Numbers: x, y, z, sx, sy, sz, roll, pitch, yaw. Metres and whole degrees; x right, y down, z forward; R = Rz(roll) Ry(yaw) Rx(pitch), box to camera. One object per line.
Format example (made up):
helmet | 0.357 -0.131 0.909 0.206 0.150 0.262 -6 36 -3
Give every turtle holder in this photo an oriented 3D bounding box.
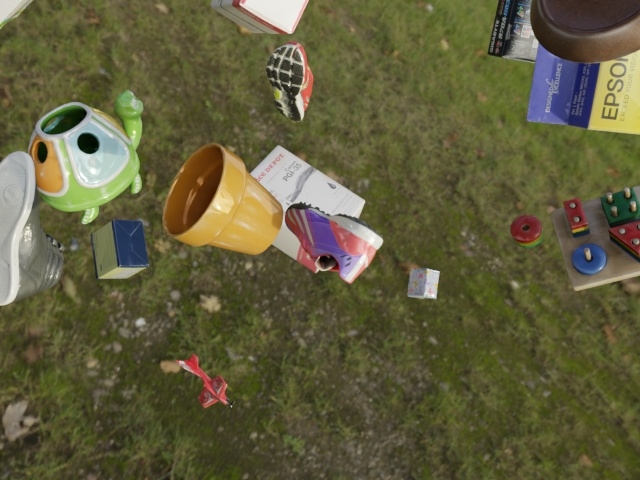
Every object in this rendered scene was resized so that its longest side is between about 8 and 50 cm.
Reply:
turtle holder | -0.559 -0.221 1.777 0.320 0.227 0.243 -24 47 -13

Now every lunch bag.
lunch bag | 0.246 0.104 1.756 0.053 0.083 0.071 14 79 -33

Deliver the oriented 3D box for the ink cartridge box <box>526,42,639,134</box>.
ink cartridge box | 0.515 -0.325 1.167 0.307 0.304 0.072 4 14 -5

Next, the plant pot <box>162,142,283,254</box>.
plant pot | -0.185 -0.064 1.466 0.188 0.205 0.205 29 32 -35

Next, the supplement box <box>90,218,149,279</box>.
supplement box | -0.343 0.017 1.231 0.056 0.083 0.083 3 69 -45

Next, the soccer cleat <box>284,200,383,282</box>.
soccer cleat | 0.000 0.000 1.480 0.108 0.116 0.318 35 -9 -32

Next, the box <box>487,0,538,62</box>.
box | 0.444 -0.433 1.405 0.220 0.175 0.051 1 19 -24

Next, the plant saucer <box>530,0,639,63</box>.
plant saucer | 0.304 -0.270 0.770 0.029 0.168 0.168 34 23 -52

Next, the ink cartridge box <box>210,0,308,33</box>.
ink cartridge box | -0.084 -0.440 1.188 0.100 0.172 0.237 24 7 -25

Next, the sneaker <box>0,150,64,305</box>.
sneaker | -0.578 -0.026 1.428 0.104 0.296 0.147 8 4 19

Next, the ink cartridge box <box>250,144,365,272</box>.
ink cartridge box | -0.063 -0.083 1.854 0.283 0.117 0.207 33 57 10

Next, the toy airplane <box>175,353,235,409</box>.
toy airplane | -0.236 0.291 1.489 0.151 0.151 0.028 38 50 8

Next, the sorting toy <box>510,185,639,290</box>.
sorting toy | 0.411 -0.014 1.011 0.046 0.274 0.132 48 31 -52

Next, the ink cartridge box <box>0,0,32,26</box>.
ink cartridge box | -0.562 -0.402 1.111 0.189 0.255 0.097 46 21 -23

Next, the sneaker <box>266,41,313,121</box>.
sneaker | -0.071 -0.437 1.903 0.107 0.279 0.118 24 66 9
